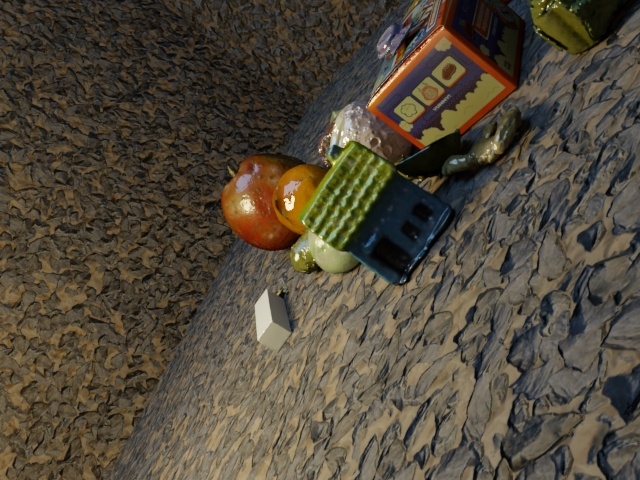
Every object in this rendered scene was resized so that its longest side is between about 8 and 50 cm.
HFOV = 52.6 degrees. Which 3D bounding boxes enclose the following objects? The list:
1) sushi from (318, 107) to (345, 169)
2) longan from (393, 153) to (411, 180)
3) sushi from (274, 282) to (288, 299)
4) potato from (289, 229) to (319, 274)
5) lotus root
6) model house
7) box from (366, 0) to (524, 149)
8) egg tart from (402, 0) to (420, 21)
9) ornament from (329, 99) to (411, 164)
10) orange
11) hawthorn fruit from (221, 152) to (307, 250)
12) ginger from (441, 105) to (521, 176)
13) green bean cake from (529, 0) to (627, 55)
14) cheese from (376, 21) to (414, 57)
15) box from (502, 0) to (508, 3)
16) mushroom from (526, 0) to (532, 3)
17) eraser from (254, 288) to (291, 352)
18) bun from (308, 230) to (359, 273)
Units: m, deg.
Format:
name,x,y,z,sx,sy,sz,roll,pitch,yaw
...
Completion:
name,x,y,z,sx,sy,sz,roll,pitch,yaw
sushi,0.125,-0.345,2.155,0.270,0.236,0.171,-46,7,37
longan,0.232,-0.202,1.787,0.075,0.083,0.075,-13,39,11
sushi,-0.162,0.207,2.281,0.120,0.026,0.126,-56,14,4
potato,0.000,0.000,2.049,0.251,0.113,0.149,-49,8,-3
lotus root,0.271,-0.195,1.603,0.203,0.078,0.183,-28,1,31
model house,0.110,-0.076,1.505,0.237,0.303,0.215,-56,8,4
box,0.328,-0.473,1.714,0.318,0.256,0.349,-42,20,46
egg tart,0.408,-0.794,2.354,0.388,0.168,0.388,-52,19,26
ornament,0.152,-0.285,1.918,0.259,0.224,0.260,-171,90,-76
orange,-0.039,-0.135,2.188,0.246,0.246,0.246,-51,15,20
hawthorn fruit,-0.206,-0.176,2.550,0.403,0.402,0.403,-51,15,20
ginger,0.363,-0.210,1.435,0.149,0.065,0.258,-49,5,-23
green bean cake,0.556,-0.557,1.269,0.310,0.202,0.285,-35,27,55
cheese,0.187,-0.518,1.677,0.105,0.042,0.191,-57,14,9
box,0.562,-0.814,2.001,0.133,0.099,0.182,-27,33,59
mushroom,0.581,-0.697,1.594,0.206,0.209,0.206,-21,28,12
eraser,-0.155,0.250,2.069,0.078,0.076,0.298,-54,15,8
bun,0.053,-0.050,1.840,0.283,0.179,0.283,-54,15,22
